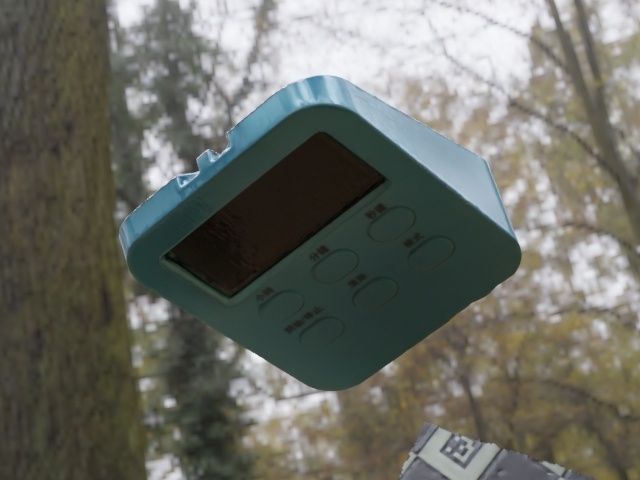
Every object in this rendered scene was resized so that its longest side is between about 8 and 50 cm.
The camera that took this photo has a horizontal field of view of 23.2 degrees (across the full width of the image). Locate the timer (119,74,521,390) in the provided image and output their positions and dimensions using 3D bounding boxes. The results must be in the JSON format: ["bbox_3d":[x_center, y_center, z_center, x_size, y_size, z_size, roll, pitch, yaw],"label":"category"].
[{"bbox_3d":[0.000,0.000,1.206,0.232,0.091,0.250,-38,-42,26],"label":"timer"}]

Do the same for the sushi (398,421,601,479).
[{"bbox_3d":[0.152,0.243,0.960,0.280,0.192,0.043,17,-19,25],"label":"sushi"}]
